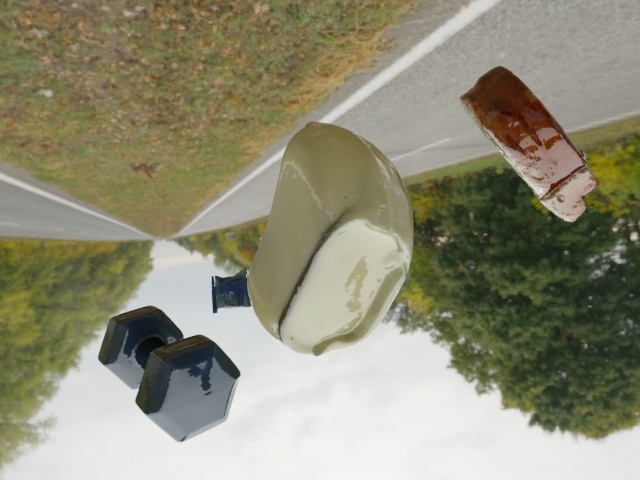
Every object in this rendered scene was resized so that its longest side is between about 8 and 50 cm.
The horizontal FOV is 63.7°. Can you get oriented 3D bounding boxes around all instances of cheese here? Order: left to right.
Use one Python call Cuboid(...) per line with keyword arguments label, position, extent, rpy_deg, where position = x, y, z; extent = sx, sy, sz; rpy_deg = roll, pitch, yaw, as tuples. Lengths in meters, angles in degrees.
Cuboid(label="cheese", position=(0.000, 0.000, 0.626), extent=(0.127, 0.266, 0.233), rpy_deg=(11, -153, -28))

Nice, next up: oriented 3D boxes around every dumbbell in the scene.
Cuboid(label="dumbbell", position=(-0.271, 0.214, 0.892), extent=(0.144, 0.160, 0.324), rpy_deg=(22, 173, -35))

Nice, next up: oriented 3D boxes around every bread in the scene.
Cuboid(label="bread", position=(0.423, -0.208, 1.059), extent=(0.114, 0.295, 0.327), rpy_deg=(-41, 127, 22))

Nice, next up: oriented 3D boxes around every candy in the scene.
Cuboid(label="candy", position=(-0.198, 0.110, 1.134), extent=(0.136, 0.088, 0.038), rpy_deg=(-16, 161, 40))
